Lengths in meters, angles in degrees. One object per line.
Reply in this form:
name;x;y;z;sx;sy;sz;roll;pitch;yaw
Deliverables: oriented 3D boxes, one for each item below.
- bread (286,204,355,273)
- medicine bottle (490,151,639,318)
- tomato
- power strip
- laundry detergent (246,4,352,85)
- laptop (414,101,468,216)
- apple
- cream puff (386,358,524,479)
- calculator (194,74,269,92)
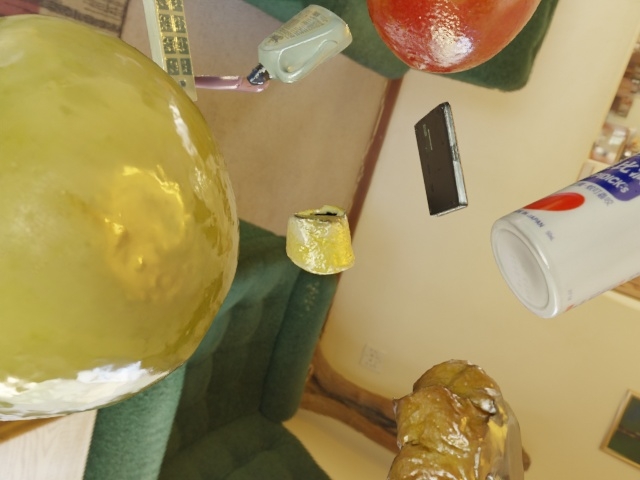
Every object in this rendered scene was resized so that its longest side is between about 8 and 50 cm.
bread;0.000;0.001;1.561;0.197;0.197;0.170;-28;122;-56
medicine bottle;0.382;-0.036;0.667;0.341;0.130;0.130;-24;146;-6
tomato;0.193;-0.348;0.886;0.309;0.309;0.170;-23;131;-59
power strip;-0.383;-0.512;1.438;0.106;0.043;0.367;-28;117;-54
laundry detergent;-0.073;-0.505;1.531;0.280;0.215;0.105;-40;138;-7
laptop;0.238;-0.156;1.133;0.154;0.026;0.207;155;-75;-79
apple;-0.204;0.011;0.418;0.258;0.295;0.233;43;25;-35
cream puff;0.188;0.298;0.769;0.241;0.155;0.269;28;57;-50
calculator;-0.310;-0.459;1.661;0.194;0.294;0.043;-20;116;-59
